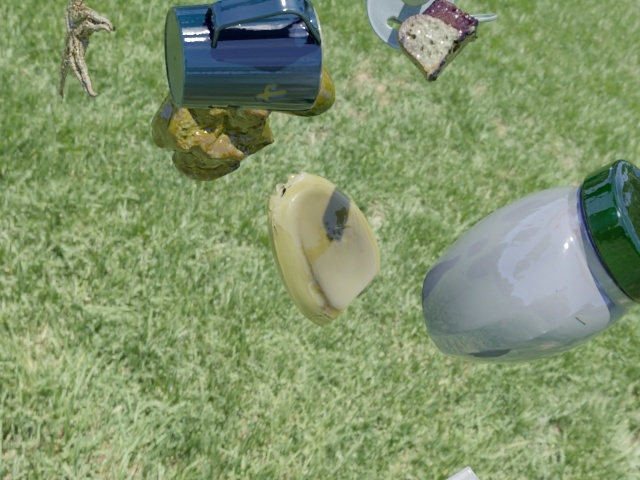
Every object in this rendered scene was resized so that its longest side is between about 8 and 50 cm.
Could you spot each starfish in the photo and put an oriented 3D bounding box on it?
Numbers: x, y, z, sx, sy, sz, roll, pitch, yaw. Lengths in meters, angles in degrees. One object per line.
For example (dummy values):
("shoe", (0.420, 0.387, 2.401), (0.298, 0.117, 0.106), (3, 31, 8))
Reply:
("starfish", (-0.456, -0.372, 1.363), (0.048, 0.295, 0.231), (-1, 41, -38))

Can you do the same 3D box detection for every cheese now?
("cheese", (0.000, 0.000, 1.564), (0.259, 0.128, 0.316), (-43, 112, -40))

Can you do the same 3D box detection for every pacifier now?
("pacifier", (0.204, -0.563, 1.587), (0.238, 0.287, 0.226), (27, 18, -1))

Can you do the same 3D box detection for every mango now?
("mango", (-0.074, -0.328, 1.442), (0.220, 0.120, 0.152), (10, 82, -6))

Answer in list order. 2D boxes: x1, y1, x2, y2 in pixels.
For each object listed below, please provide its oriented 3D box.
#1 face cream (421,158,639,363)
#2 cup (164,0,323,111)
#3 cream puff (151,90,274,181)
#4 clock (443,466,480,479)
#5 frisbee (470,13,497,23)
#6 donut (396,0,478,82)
("face cream", (0.341, 0.046, 1.105), (0.220, 0.357, 0.312), (53, 40, -7))
("cup", (-0.084, -0.214, 0.800), (0.155, 0.176, 0.131), (-8, 73, -20))
("cream puff", (-0.170, -0.219, 1.188), (0.244, 0.196, 0.244), (-22, 25, 11))
("clock", (0.185, 0.506, 1.282), (0.231, 0.262, 0.116), (-23, 68, -9))
("frisbee", (0.408, -0.581, 1.902), (0.110, 0.014, 0.110), (-7, 22, 3))
("donut", (0.225, -0.392, 1.430), (0.186, 0.144, 0.126), (-44, 87, -11))
